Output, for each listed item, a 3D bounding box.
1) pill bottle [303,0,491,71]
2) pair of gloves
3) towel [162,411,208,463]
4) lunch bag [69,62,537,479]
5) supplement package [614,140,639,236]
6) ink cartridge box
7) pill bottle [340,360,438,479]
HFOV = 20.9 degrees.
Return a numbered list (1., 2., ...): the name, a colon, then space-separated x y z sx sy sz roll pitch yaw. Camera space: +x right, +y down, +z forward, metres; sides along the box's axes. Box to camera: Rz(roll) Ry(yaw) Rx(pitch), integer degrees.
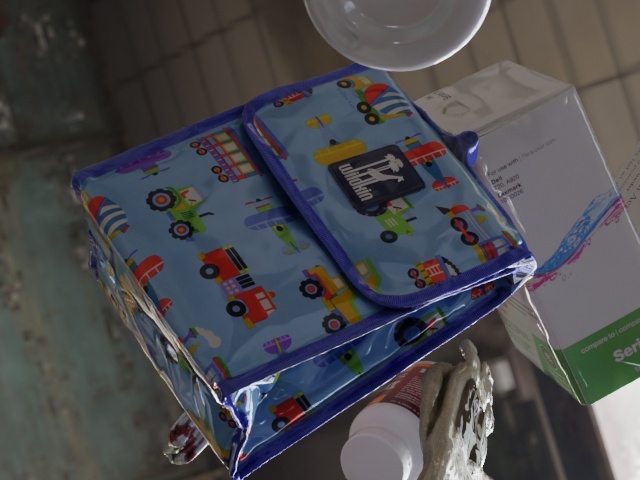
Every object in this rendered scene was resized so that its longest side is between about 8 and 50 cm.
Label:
1. pill bottle: 0.048 -0.186 1.030 0.108 0.108 0.193 -18 -153 14
2. pair of gloves: 0.106 0.206 1.213 0.042 0.240 0.204 -9 -146 21
3. towel: -0.010 0.066 1.470 0.329 0.037 0.237 -43 178 -10
4. lunch bag: 0.000 0.000 1.291 0.293 0.221 0.138 -28 150 -18
5. supplement package: 0.431 0.004 1.715 0.177 0.175 0.293 -55 -151 1
6. ink cartridge box: 0.205 -0.014 1.606 0.117 0.278 0.201 -28 -163 -5
7. pill bottle: 0.080 0.181 1.653 0.086 0.086 0.152 -19 -170 32
